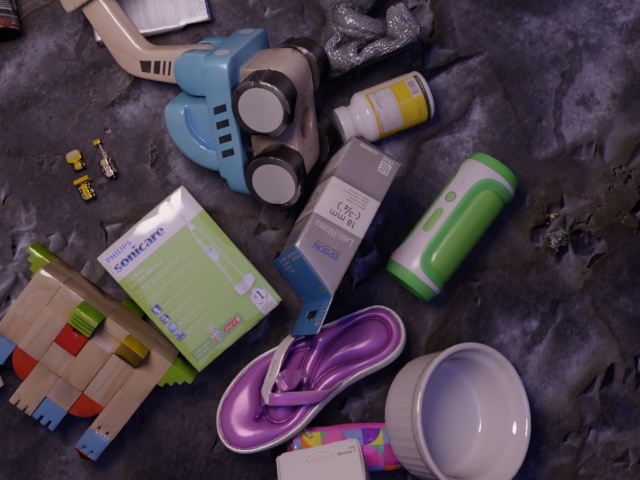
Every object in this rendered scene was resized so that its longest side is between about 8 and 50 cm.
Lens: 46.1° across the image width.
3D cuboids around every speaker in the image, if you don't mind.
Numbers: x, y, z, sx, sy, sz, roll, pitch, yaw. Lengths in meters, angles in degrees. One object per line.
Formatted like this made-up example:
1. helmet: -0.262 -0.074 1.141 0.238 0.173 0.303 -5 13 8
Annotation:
1. speaker: 0.259 -0.026 1.478 0.131 0.131 0.296 39 86 -6

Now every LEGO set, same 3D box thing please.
1. LEGO set: 0.488 -0.017 1.555 0.054 0.023 0.083 -25 94 -6

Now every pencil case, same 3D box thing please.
1. pencil case: 0.044 0.406 1.475 0.236 0.104 0.104 0 91 -9

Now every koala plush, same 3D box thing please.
1. koala plush: 0.058 -0.440 1.419 0.203 0.196 0.221 -22 97 4

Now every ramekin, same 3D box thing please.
1. ramekin: 0.256 0.338 1.436 0.277 0.135 0.277 7 75 -29

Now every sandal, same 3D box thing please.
1. sandal: -0.027 0.242 1.435 0.416 0.102 0.169 -34 64 -11

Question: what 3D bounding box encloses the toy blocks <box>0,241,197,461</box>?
1. toy blocks: -0.457 0.226 1.389 0.381 0.191 0.261 38 98 -6

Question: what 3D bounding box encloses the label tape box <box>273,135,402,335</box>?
1. label tape box: 0.000 0.000 1.362 0.106 0.240 0.334 29 77 -7

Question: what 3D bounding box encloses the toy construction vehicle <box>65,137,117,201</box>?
1. toy construction vehicle: -0.437 -0.136 1.443 0.086 0.035 0.098 -27 91 5

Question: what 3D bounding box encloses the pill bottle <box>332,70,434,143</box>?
1. pill bottle: 0.122 -0.254 1.468 0.184 0.103 0.103 -22 93 -5

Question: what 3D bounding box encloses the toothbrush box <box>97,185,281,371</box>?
1. toothbrush box: -0.242 0.070 1.422 0.206 0.122 0.283 -42 96 -4

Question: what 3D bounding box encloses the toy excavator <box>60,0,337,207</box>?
1. toy excavator: -0.225 -0.290 1.356 0.445 0.222 0.433 5 125 18

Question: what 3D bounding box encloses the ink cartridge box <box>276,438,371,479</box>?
1. ink cartridge box: 0.021 0.482 1.411 0.160 0.092 0.219 -14 132 3

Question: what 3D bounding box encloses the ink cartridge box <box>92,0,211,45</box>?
1. ink cartridge box: -0.342 -0.503 1.438 0.224 0.045 0.223 -12 93 -7

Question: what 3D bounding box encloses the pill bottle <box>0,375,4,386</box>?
1. pill bottle: -0.649 0.222 1.399 0.078 0.078 0.137 -24 93 -6

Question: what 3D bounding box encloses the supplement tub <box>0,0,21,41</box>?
1. supplement tub: -0.622 -0.470 1.376 0.106 0.106 0.198 -13 92 -6
